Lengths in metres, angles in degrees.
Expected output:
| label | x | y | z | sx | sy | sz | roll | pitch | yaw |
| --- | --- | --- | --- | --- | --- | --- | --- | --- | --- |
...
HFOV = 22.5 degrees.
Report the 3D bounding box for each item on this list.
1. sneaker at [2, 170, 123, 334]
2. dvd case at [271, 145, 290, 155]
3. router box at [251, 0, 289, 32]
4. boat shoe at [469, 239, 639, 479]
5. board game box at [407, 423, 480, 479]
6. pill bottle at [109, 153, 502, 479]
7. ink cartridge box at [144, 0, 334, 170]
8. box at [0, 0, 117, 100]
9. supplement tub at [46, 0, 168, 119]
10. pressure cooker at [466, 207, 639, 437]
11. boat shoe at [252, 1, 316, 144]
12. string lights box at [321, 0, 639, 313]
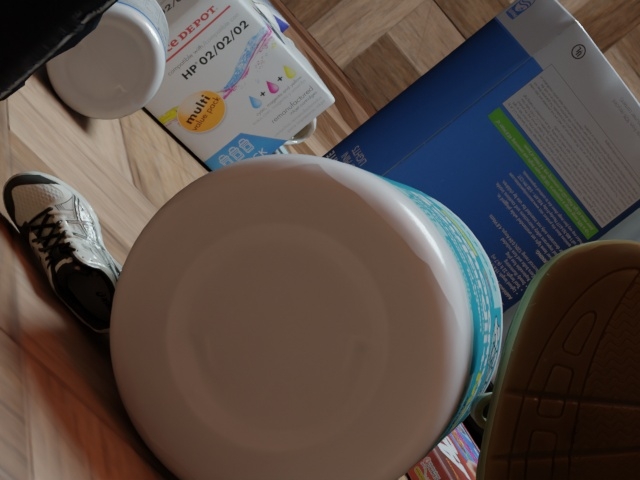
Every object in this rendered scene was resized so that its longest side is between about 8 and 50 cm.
| label | x | y | z | sx | sy | sz | roll | pitch | yaw |
| --- | --- | --- | --- | --- | --- | --- | --- | --- | --- |
| sneaker | -0.106 | 0.004 | 0.685 | 0.083 | 0.032 | 0.037 | 50 | 8 | 1 |
| dvd case | -0.063 | -0.104 | 1.485 | 0.087 | 0.013 | 0.119 | 54 | 8 | 23 |
| router box | -0.181 | -0.283 | 1.340 | 0.301 | 0.082 | 0.335 | 49 | 8 | 7 |
| boat shoe | 0.109 | 0.138 | 0.697 | 0.089 | 0.105 | 0.285 | -137 | -130 | -79 |
| board game box | 0.060 | 0.108 | 1.160 | 0.145 | 0.027 | 0.281 | 41 | 13 | -45 |
| pill bottle | 0.008 | 0.039 | 0.751 | 0.146 | 0.146 | 0.264 | 52 | 8 | 7 |
| ink cartridge box | -0.087 | -0.134 | 1.155 | 0.181 | 0.104 | 0.061 | 43 | 11 | -40 |
| box | -0.239 | -0.391 | 0.831 | 0.480 | 0.297 | 0.472 | 47 | 7 | -26 |
| supplement tub | -0.128 | -0.117 | 0.979 | 0.071 | 0.071 | 0.107 | 49 | 7 | -15 |
| pressure cooker | 0.367 | 0.109 | 1.446 | 0.375 | 0.420 | 0.370 | 49 | 9 | -6 |
| boat shoe | -0.053 | -0.125 | 1.327 | 0.096 | 0.098 | 0.277 | 60 | 13 | 8 |
| string lights box | 0.077 | -0.020 | 0.989 | 0.133 | 0.260 | 0.076 | 47 | 9 | -28 |
